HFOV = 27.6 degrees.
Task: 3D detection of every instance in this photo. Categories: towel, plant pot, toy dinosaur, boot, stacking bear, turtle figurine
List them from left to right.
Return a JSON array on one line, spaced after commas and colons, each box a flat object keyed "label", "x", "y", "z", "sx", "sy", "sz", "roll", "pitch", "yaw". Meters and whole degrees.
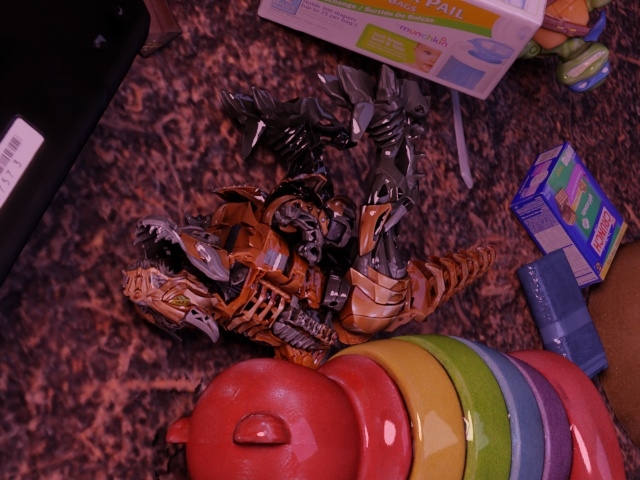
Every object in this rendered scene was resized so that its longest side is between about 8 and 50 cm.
[{"label": "boot", "x": -0.150, "y": -0.182, "z": 0.908, "sx": 0.106, "sy": 0.037, "sz": 0.114, "roll": -17, "pitch": 90, "yaw": -46}, {"label": "toy dinosaur", "x": 0.000, "y": 0.000, "z": 0.930, "sx": 0.322, "sy": 0.164, "sz": 0.218, "roll": 10, "pitch": 79, "yaw": -63}, {"label": "stacking bear", "x": 0.043, "y": 0.140, "z": 0.853, "sx": 0.289, "sy": 0.175, "sz": 0.164, "roll": 9, "pitch": 84, "yaw": -38}, {"label": "turtle figurine", "x": 0.183, "y": -0.240, "z": 1.155, "sx": 0.266, "sy": 0.198, "sz": 0.275, "roll": 55, "pitch": 39, "yaw": -7}, {"label": "towel", "x": 0.216, "y": 0.071, "z": 1.172, "sx": 0.067, "sy": 0.029, "sz": 0.119, "roll": -19, "pitch": 87, "yaw": -48}, {"label": "plant pot", "x": 0.424, "y": 0.076, "z": 1.217, "sx": 0.237, "sy": 0.254, "sz": 0.237, "roll": 22, "pitch": 56, "yaw": -38}]

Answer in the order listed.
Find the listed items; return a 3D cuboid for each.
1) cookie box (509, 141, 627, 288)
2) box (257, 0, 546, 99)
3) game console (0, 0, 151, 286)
[{"label": "cookie box", "x": 0.235, "y": -0.023, "z": 1.224, "sx": 0.107, "sy": 0.040, "sz": 0.092, "roll": 52, "pitch": 43, "yaw": -17}, {"label": "box", "x": 0.067, "y": -0.211, "z": 1.025, "sx": 0.203, "sy": 0.114, "sz": 0.103, "roll": 19, "pitch": 60, "yaw": -8}, {"label": "game console", "x": -0.274, "y": -0.097, "z": 0.595, "sx": 0.342, "sy": 0.060, "sz": 0.386, "roll": 42, "pitch": 45, "yaw": -22}]
